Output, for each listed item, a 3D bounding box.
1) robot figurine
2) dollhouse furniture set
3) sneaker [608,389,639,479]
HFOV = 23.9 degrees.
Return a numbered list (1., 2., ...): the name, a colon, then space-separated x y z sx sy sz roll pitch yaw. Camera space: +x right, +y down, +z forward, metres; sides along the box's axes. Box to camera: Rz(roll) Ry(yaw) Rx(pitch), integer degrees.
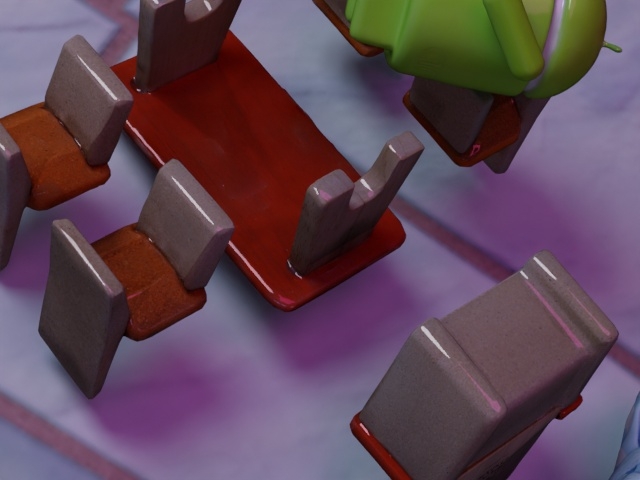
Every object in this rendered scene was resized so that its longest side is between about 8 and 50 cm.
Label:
1. robot figurine: 0.071 -0.098 0.652 0.115 0.067 0.101 11 23 -8
2. dollhouse furniture set: 0.000 0.000 0.691 0.262 0.135 0.259 -29 69 -31
3. sneaker: 0.170 0.139 0.697 0.366 0.135 0.150 -21 50 -27
